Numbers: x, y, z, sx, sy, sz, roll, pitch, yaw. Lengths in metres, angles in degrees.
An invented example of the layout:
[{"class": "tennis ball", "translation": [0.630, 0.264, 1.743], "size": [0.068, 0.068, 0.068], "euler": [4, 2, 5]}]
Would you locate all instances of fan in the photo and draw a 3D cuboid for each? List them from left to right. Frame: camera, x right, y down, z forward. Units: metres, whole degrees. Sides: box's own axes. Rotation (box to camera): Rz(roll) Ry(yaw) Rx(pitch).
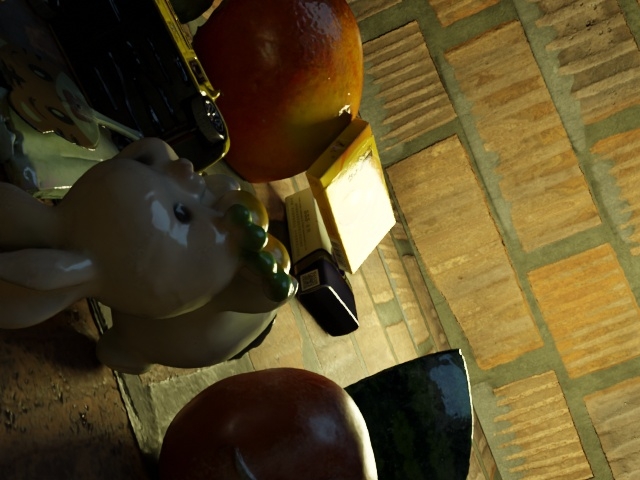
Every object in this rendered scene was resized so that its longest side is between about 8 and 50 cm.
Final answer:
[{"class": "fan", "translation": [-0.263, -0.142, 0.955], "size": [0.226, 0.008, 0.153], "euler": [25, 29, -57]}]

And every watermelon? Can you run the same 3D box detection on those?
[{"class": "watermelon", "translation": [0.154, 0.333, 1.500], "size": [0.292, 0.250, 0.283], "euler": [-28, 101, -74]}]

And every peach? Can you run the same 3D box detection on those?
[{"class": "peach", "translation": [-0.072, -0.302, 1.534], "size": [0.242, 0.306, 0.381], "euler": [-98, 167, -67]}]

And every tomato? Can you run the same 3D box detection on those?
[{"class": "tomato", "translation": [-0.052, 0.235, 0.922], "size": [0.232, 0.232, 0.188], "euler": [61, -7, -26]}]

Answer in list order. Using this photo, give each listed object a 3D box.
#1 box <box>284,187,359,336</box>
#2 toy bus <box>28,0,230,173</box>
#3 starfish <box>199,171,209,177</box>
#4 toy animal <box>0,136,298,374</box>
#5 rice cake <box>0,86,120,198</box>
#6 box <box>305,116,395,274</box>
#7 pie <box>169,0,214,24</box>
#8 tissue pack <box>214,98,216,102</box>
[{"class": "box", "translation": [0.002, 0.042, 1.733], "size": [0.168, 0.071, 0.259], "euler": [54, 19, -47]}, {"class": "toy bus", "translation": [-0.230, -0.235, 1.111], "size": [0.331, 0.145, 0.151], "euler": [64, 12, -11]}, {"class": "starfish", "translation": [-0.155, -0.049, 1.311], "size": [0.176, 0.053, 0.208], "euler": [-111, 179, -51]}, {"class": "toy animal", "translation": [-0.161, 0.015, 0.824], "size": [0.310, 0.247, 0.183], "euler": [51, 18, -68]}, {"class": "rice cake", "translation": [-0.276, -0.094, 0.935], "size": [0.124, 0.038, 0.211], "euler": [65, 14, 1]}, {"class": "box", "translation": [0.061, -0.076, 1.612], "size": [0.152, 0.043, 0.269], "euler": [-51, 145, -24]}, {"class": "pie", "translation": [-0.270, -0.524, 1.489], "size": [0.323, 0.070, 0.323], "euler": [-12, 90, -70]}, {"class": "tissue pack", "translation": [-0.227, -0.261, 1.341], "size": [0.115, 0.065, 0.155], "euler": [-63, 131, -70]}]
